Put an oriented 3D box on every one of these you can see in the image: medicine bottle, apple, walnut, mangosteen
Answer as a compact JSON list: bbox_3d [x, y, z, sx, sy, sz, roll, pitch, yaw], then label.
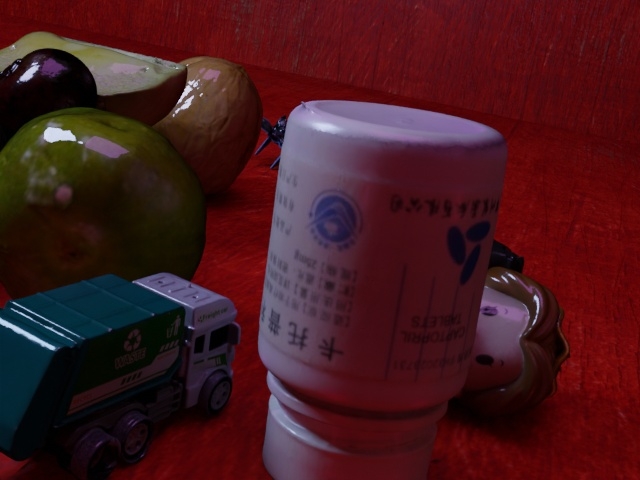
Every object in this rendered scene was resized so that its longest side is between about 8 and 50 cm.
[{"bbox_3d":[0.039,0.046,0.748,0.170,0.293,0.170,7,16,-2],"label":"medicine bottle"},{"bbox_3d":[-0.319,-0.191,1.254,0.264,0.120,0.193,16,27,22],"label":"apple"},{"bbox_3d":[-0.184,-0.177,1.479,0.195,0.222,0.195,33,2,-1],"label":"walnut"},{"bbox_3d":[-0.304,-0.145,1.091,0.140,0.140,0.140,9,17,-3],"label":"mangosteen"}]

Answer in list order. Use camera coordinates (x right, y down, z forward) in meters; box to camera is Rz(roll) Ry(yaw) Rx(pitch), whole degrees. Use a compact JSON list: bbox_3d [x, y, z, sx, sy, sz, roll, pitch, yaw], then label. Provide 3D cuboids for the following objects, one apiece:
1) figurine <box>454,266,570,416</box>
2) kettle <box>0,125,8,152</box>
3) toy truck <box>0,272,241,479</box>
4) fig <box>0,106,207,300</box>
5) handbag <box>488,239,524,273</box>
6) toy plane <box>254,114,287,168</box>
[{"bbox_3d":[0.117,0.090,0.919,0.263,0.142,0.189,9,-6,-5],"label":"figurine"},{"bbox_3d":[-0.491,-0.100,1.093,0.308,0.203,0.262,20,21,39],"label":"kettle"},{"bbox_3d":[-0.168,0.100,0.757,0.114,0.124,0.253,21,22,27],"label":"toy truck"},{"bbox_3d":[-0.204,-0.024,0.987,0.233,0.233,0.314,15,7,17],"label":"fig"},{"bbox_3d":[0.148,-0.011,1.366,0.223,0.080,0.247,6,18,-14],"label":"handbag"},{"bbox_3d":[-0.053,-0.189,1.836,0.169,0.078,0.246,41,19,7],"label":"toy plane"}]
